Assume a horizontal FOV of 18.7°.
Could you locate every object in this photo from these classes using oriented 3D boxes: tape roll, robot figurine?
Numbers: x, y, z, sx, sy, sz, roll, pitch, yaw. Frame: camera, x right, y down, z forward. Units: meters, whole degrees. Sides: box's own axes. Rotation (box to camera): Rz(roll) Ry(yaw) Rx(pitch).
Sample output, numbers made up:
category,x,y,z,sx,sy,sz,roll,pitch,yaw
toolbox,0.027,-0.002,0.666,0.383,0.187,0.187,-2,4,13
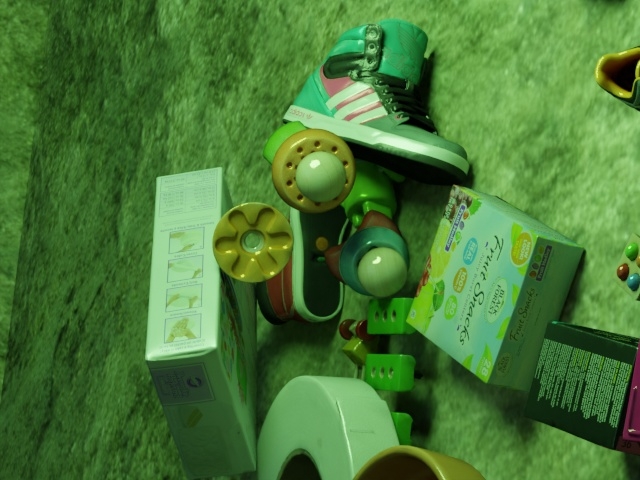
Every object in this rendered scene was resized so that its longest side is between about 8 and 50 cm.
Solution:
category,x,y,z,sx,sy,sz,roll,pitch,yaw
tape roll,0.002,0.354,2.344,0.392,0.072,0.392,-175,90,-69
robot figurine,0.060,-0.064,2.476,0.101,0.067,0.115,-49,38,40

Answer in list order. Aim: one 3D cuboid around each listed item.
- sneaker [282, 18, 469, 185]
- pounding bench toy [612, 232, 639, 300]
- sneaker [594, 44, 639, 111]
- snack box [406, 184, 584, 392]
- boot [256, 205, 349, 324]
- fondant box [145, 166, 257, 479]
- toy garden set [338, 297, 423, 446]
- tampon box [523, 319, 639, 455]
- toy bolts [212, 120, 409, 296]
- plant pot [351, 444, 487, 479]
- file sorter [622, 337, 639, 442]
category,x,y,z,sx,sy,sz,roll,pitch,yaw
sneaker,0.097,-0.180,2.406,0.295,0.124,0.178,22,83,43
pounding bench toy,0.333,0.016,1.903,0.083,0.065,0.052,-69,27,17
sneaker,0.355,-0.162,1.920,0.215,0.083,0.084,-8,70,61
snack box,0.191,0.051,2.166,0.207,0.070,0.174,35,110,60
boot,-0.032,-0.009,2.621,0.176,0.088,0.244,-9,75,64
fondant box,-0.148,0.104,2.495,0.330,0.096,0.238,-93,-8,-46
toy garden set,0.076,0.195,2.355,0.204,0.049,0.244,172,102,-69
tampon box,0.295,0.147,1.860,0.161,0.120,0.101,17,94,64
toy bolts,0.000,0.000,2.337,0.218,0.228,0.158,-49,16,3
plant pot,0.149,0.367,1.961,0.291,0.203,0.291,-38,46,52
file sorter,0.419,0.088,1.572,0.291,0.182,0.202,-2,76,62
